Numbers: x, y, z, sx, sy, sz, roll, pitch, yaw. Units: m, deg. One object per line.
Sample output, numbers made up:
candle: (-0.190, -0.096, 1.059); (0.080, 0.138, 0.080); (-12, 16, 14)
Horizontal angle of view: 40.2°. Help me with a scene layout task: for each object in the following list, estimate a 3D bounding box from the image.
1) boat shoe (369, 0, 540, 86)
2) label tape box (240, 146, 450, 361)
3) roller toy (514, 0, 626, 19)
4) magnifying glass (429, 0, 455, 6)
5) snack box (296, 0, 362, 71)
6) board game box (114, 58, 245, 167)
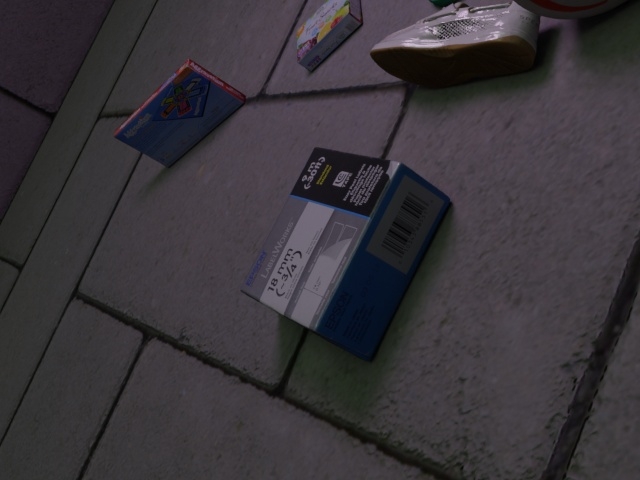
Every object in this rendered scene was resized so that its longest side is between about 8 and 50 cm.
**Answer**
boat shoe: (0.188, -0.278, 1.206); (0.277, 0.098, 0.096); (7, 70, 47)
label tape box: (0.000, 0.000, 1.235); (0.333, 0.105, 0.241); (20, 81, 58)
roller toy: (0.299, -0.362, 1.018); (0.191, 0.209, 0.146); (101, 175, -56)
magnifying glass: (0.233, -0.394, 1.301); (0.092, 0.026, 0.231); (-62, 29, -4)
snack box: (0.014, -0.390, 1.599); (0.141, 0.037, 0.100); (-38, 36, 33)
board game box: (-0.300, -0.262, 1.847); (0.281, 0.145, 0.027); (-32, 41, 38)
